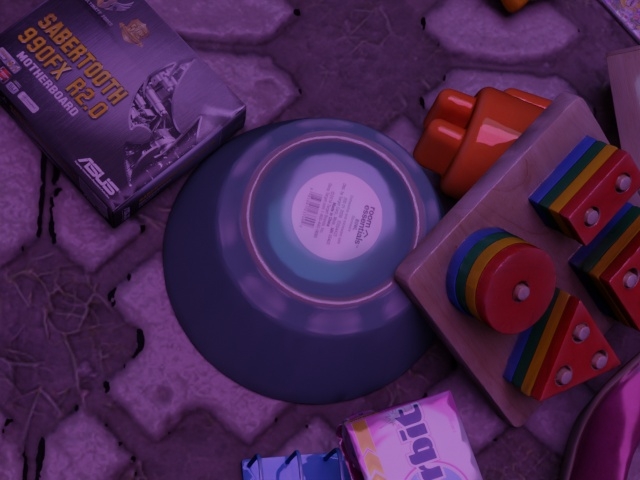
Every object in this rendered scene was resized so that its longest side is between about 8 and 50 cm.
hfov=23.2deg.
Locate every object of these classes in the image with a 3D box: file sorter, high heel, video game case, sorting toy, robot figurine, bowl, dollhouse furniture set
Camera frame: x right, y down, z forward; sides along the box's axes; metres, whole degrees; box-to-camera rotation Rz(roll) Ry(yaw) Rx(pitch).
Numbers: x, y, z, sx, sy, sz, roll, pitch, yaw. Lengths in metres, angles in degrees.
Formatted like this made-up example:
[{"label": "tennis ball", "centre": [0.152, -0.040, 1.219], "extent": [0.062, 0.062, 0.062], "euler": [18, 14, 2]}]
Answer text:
[{"label": "file sorter", "centre": [0.016, 0.261, 1.534], "extent": [0.170, 0.104, 0.118], "euler": [-4, 75, -9]}, {"label": "high heel", "centre": [0.313, 0.252, 1.572], "extent": [0.181, 0.127, 0.377], "euler": [42, 86, 11]}, {"label": "video game case", "centre": [0.364, -0.284, 1.786], "extent": [0.087, 0.011, 0.122], "euler": [-41, 84, -16]}, {"label": "sorting toy", "centre": [0.239, 0.035, 1.547], "extent": [0.255, 0.089, 0.257], "euler": [-46, 129, -10]}, {"label": "robot figurine", "centre": [0.211, -0.080, 1.646], "extent": [0.219, 0.158, 0.128], "euler": [22, 110, -3]}, {"label": "bowl", "centre": [0.000, 0.000, 1.574], "extent": [0.312, 0.163, 0.311], "euler": [2, 75, -7]}, {"label": "dollhouse furniture set", "centre": [0.441, -0.135, 1.660], "extent": [0.242, 0.212, 0.161], "euler": [-10, 73, 16]}]

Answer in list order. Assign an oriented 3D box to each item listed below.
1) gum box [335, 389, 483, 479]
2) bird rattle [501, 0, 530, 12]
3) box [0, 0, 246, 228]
[{"label": "gum box", "centre": [0.095, 0.238, 1.464], "extent": [0.107, 0.062, 0.188], "euler": [-17, 78, -13]}, {"label": "bird rattle", "centre": [0.216, -0.369, 1.755], "extent": [0.253, 0.143, 0.207], "euler": [-38, 95, -29]}, {"label": "box", "centre": [-0.219, -0.154, 1.625], "extent": [0.183, 0.056, 0.231], "euler": [-39, 78, -16]}]
